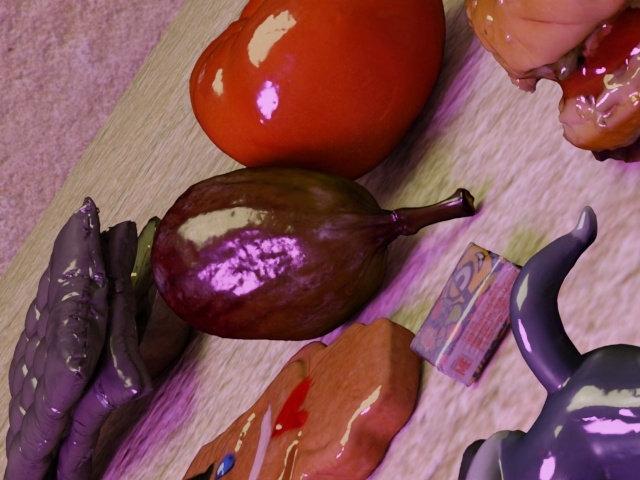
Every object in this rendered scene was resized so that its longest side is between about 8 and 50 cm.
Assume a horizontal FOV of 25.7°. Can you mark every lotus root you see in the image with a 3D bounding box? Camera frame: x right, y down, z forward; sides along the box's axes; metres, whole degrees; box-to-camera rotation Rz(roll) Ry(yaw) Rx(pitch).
[{"bbox_3d":[-0.177,0.078,1.532,0.203,0.078,0.183,132,147,-52],"label":"lotus root"}]

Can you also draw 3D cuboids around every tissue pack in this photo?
[{"bbox_3d":[0.096,0.046,0.902,0.083,0.035,0.063,-59,17,0],"label":"tissue pack"}]

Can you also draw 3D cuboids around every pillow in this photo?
[{"bbox_3d":[-0.269,0.145,1.490,0.326,0.101,0.228,122,151,-42],"label":"pillow"}]

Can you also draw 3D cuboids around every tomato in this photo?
[{"bbox_3d":[0.007,-0.160,1.232,0.260,0.180,0.260,-50,15,19],"label":"tomato"}]

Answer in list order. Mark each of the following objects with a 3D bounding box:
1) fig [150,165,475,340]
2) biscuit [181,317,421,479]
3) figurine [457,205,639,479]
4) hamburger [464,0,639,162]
[{"bbox_3d":[0.001,0.002,1.089,0.274,0.170,0.145,-12,85,39],"label":"fig"},{"bbox_3d":[-0.040,0.173,1.051,0.334,0.047,0.202,-45,22,37],"label":"biscuit"},{"bbox_3d":[0.171,0.029,0.567,0.265,0.140,0.193,-19,19,30],"label":"figurine"},{"bbox_3d":[0.180,-0.181,0.831,0.244,0.163,0.244,-51,21,28],"label":"hamburger"}]
